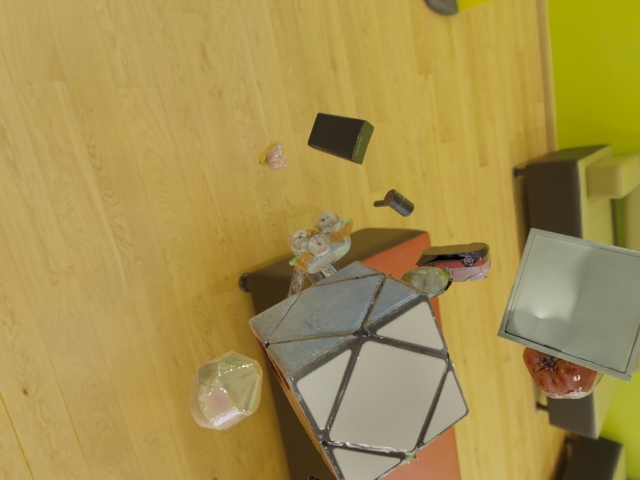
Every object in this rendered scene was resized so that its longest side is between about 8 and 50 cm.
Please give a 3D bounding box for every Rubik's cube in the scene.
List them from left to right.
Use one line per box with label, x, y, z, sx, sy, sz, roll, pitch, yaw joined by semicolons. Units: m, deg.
Rubik's cube;0.049;0.176;0.661;0.205;0.205;0.207;-29;108;-14

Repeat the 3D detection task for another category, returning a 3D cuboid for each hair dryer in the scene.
hair dryer;0.298;-0.157;2.030;0.124;0.219;0.071;35;74;-26

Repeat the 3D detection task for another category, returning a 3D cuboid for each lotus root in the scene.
lotus root;0.268;0.105;1.167;0.165;0.088;0.088;-6;97;-24

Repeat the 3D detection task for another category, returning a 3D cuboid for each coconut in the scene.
coconut;-0.271;0.435;1.362;0.237;0.237;0.197;-18;72;-41

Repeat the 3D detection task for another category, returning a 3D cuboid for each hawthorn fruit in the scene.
hawthorn fruit;0.730;0.357;1.353;0.243;0.207;0.207;18;80;-30

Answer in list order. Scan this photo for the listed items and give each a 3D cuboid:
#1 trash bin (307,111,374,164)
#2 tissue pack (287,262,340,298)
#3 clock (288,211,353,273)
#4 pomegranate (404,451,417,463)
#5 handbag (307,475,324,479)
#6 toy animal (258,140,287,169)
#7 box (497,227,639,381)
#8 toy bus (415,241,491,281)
trash bin;0.079;-0.426;1.913;0.115;0.226;0.165;9;101;-64
tissue pack;0.023;0.222;1.587;0.122;0.361;0.259;-6;129;-34
clock;0.000;0.000;1.390;0.231;0.144;0.103;-33;153;0
pomegranate;0.235;0.641;1.492;0.225;0.187;0.187;52;59;-29
handbag;0.021;0.922;1.431;0.329;0.122;0.303;40;56;-31
toy animal;-0.140;-0.276;1.529;0.082;0.114;0.091;39;59;-28
box;0.496;0.118;0.895;0.117;0.225;0.224;22;86;-58
toy bus;0.565;0.096;1.963;0.127;0.303;0.147;-44;120;-48
